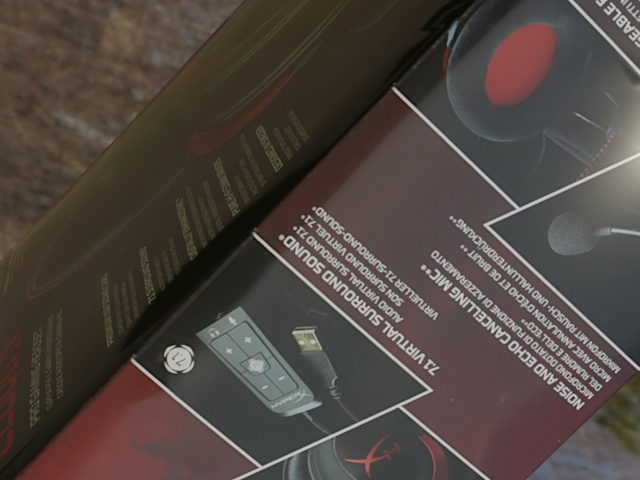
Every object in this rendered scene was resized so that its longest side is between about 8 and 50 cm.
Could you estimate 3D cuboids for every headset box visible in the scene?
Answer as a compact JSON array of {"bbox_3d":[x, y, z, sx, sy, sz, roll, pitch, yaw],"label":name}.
[{"bbox_3d":[0.000,0.000,0.448,0.293,0.110,0.218,-45,-161,8],"label":"headset box"}]
